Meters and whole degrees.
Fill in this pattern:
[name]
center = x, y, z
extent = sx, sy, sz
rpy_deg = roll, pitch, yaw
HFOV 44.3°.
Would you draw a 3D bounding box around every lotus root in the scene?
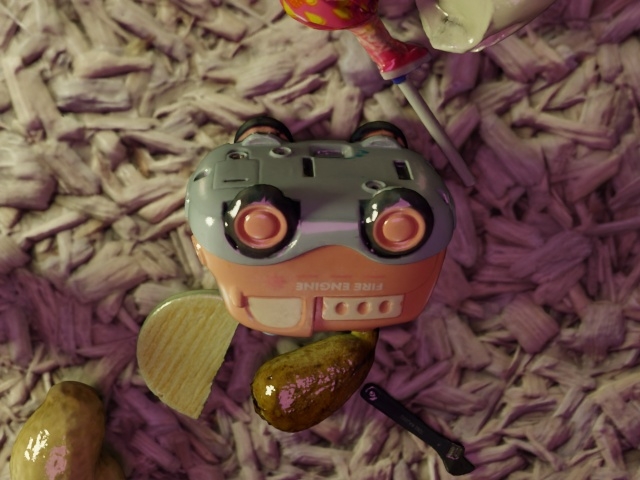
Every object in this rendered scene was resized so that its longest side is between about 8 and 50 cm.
[lotus root]
center = 0.002, 0.166, 0.981
extent = 0.191, 0.094, 0.108
rpy_deg = -32, 145, 4

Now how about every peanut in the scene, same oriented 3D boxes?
[peanut]
center = -0.321, 0.302, 1.003
extent = 0.137, 0.122, 0.253
rpy_deg = -22, 117, -37

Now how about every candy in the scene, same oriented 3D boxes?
[candy]
center = 0.076, -0.190, 0.843
extent = 0.124, 0.124, 0.365
rpy_deg = -35, 118, 11

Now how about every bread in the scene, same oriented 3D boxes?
[bread]
center = -0.172, 0.129, 0.985
extent = 0.112, 0.036, 0.192
rpy_deg = 21, 113, -6

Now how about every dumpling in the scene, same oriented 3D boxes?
[dumpling]
center = 0.184, -0.300, 0.779
extent = 0.132, 0.162, 0.250
rpy_deg = 7, 130, -45

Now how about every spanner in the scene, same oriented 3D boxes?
[spanner]
center = 0.134, 0.259, 1.066
extent = 0.208, 0.012, 0.046
rpy_deg = 39, 106, -17

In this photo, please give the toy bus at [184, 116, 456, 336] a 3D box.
[toy bus]
center = 0.000, 0.000, 0.870
extent = 0.288, 0.194, 0.232
rpy_deg = -1, 125, -3
